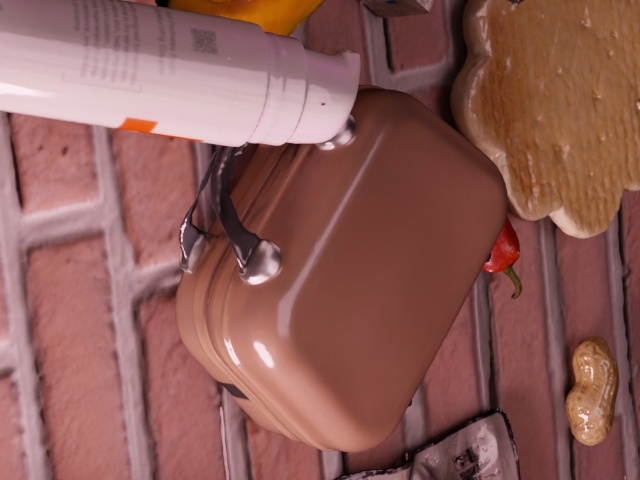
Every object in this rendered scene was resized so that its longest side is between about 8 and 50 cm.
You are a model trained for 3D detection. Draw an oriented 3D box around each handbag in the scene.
[{"bbox_3d":[0.000,0.000,1.551,0.283,0.149,0.302,43,69,-37],"label":"handbag"}]

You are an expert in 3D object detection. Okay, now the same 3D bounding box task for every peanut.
[{"bbox_3d":[0.279,0.155,1.866,0.054,0.054,0.113,8,86,-41],"label":"peanut"}]

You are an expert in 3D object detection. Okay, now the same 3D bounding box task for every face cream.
[{"bbox_3d":[-0.136,-0.132,1.390,0.346,0.102,0.102,8,88,-23],"label":"face cream"}]

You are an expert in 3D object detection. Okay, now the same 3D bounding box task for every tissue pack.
[{"bbox_3d":[0.078,-0.255,1.641,0.059,0.074,0.094,34,69,-34],"label":"tissue pack"}]

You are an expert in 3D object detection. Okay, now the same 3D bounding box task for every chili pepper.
[{"bbox_3d":[0.151,-0.022,1.738,0.059,0.050,0.191,-39,111,-13],"label":"chili pepper"}]

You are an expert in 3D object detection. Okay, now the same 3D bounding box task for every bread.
[{"bbox_3d":[0.246,-0.157,1.806,0.316,0.054,0.316,-3,94,-40],"label":"bread"}]

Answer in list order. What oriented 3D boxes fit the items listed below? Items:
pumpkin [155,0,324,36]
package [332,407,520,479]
[{"bbox_3d":[-0.058,-0.257,1.524,0.254,0.130,0.149,-33,158,-19],"label":"pumpkin"},{"bbox_3d":[0.106,0.265,1.738,0.239,0.030,0.154,-17,106,-38],"label":"package"}]
